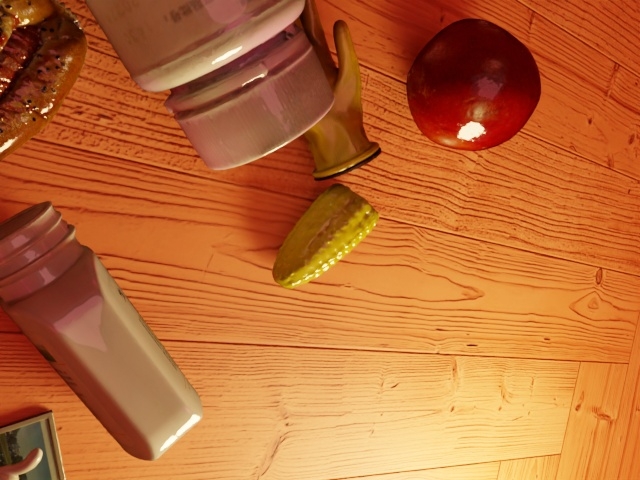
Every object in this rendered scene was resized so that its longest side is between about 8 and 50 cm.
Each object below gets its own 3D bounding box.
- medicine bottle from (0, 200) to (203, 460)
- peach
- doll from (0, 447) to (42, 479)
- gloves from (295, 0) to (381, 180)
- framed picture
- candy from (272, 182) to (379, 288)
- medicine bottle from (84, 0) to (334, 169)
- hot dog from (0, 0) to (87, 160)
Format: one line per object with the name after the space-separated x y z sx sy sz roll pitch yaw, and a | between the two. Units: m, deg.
-0.284 0.113 0.722 0.124 0.179 0.324 -40 117 -22 | medicine bottle
0.265 -0.275 1.026 0.244 0.200 0.243 1 88 -30 | peach
-0.397 0.330 0.745 0.113 0.071 0.135 27 75 -16 | doll
-0.015 -0.249 0.905 0.133 0.116 0.294 -35 109 -33 | gloves
-0.401 0.311 0.776 0.109 0.011 0.148 -13 105 -32 | framed picture
0.000 0.000 0.955 0.199 0.094 0.106 -47 126 -13 | candy
-0.133 -0.265 0.726 0.241 0.241 0.301 -40 117 -23 | medicine bottle
-0.375 -0.174 0.661 0.144 0.075 0.267 50 62 -40 | hot dog
